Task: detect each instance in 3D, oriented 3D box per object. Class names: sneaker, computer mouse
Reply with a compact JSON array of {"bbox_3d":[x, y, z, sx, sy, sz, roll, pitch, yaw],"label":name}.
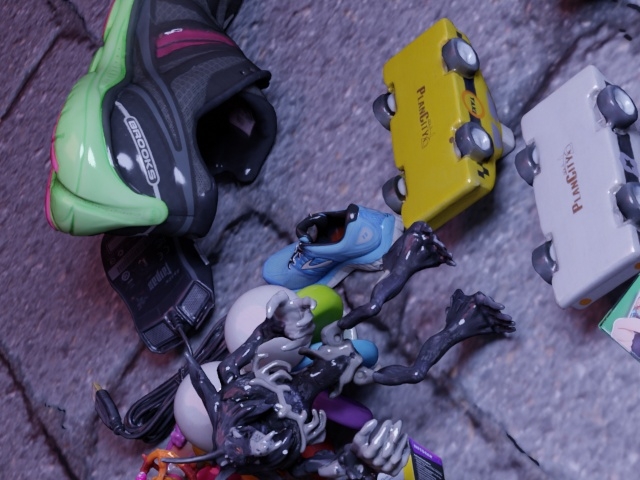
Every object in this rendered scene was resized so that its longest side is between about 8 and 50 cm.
[{"bbox_3d":[-0.140,-0.141,2.003,0.483,0.202,0.185,-76,2,-52],"label":"sneaker"},{"bbox_3d":[0.000,0.000,1.749,0.162,0.073,0.063,-26,44,42],"label":"sneaker"},{"bbox_3d":[-0.165,0.086,1.935,0.184,0.060,0.262,-48,44,10],"label":"computer mouse"}]

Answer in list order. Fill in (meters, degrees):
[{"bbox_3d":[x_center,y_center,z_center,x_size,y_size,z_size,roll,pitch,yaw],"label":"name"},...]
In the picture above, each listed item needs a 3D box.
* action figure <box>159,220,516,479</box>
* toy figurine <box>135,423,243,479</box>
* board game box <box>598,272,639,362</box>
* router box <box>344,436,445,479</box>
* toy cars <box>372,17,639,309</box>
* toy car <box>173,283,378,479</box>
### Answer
[{"bbox_3d":[0.006,0.104,1.500,0.276,0.164,0.141,-39,5,-12],"label":"action figure"},{"bbox_3d":[-0.125,0.216,1.686,0.130,0.173,0.159,2,48,18],"label":"toy figurine"},{"bbox_3d":[0.337,0.061,1.146,0.213,0.046,0.317,-53,50,9],"label":"board game box"},{"bbox_3d":[0.024,0.254,1.518,0.179,0.046,0.133,-38,36,26],"label":"router box"},{"bbox_3d":[0.164,-0.059,1.561,0.394,0.087,0.176,29,93,56],"label":"toy cars"},{"bbox_3d":[-0.022,0.129,1.630,0.136,0.159,0.182,35,95,24],"label":"toy car"}]
